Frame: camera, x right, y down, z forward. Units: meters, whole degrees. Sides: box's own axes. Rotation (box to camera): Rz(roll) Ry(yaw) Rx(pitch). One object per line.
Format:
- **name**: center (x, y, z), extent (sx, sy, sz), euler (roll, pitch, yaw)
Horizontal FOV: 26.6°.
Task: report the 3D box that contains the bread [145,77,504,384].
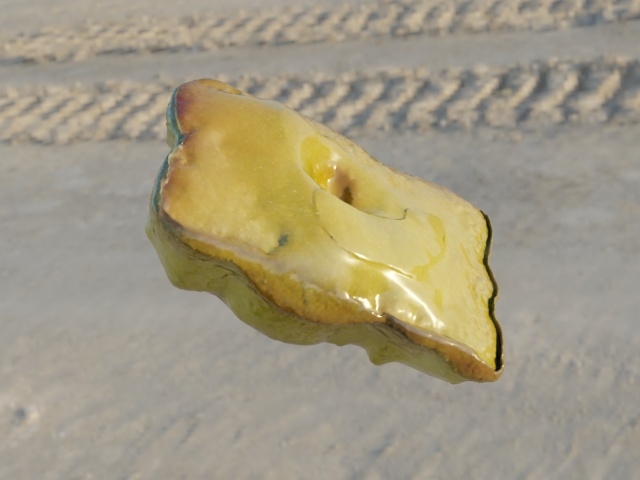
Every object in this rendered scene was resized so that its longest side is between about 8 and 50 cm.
- **bread**: center (0.000, 0.000, 0.812), extent (0.233, 0.088, 0.161), euler (29, 29, -19)
